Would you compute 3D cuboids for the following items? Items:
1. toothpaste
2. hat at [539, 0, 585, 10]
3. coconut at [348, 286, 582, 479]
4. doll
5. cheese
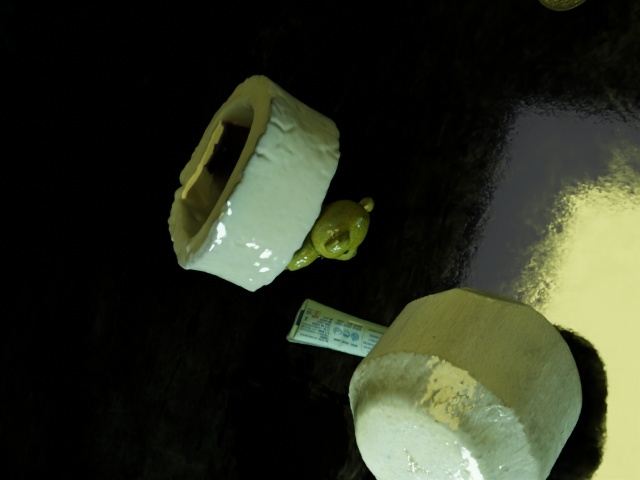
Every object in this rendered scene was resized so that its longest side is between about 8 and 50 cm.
[{"bbox_3d":[0.059,0.147,0.884,0.268,0.047,0.069,9,98,39],"label":"toothpaste"},{"bbox_3d":[0.370,-0.406,0.823,0.146,0.067,0.146,-132,34,-49],"label":"hat"},{"bbox_3d":[0.171,0.176,0.682,0.237,0.265,0.238,26,133,31],"label":"coconut"},{"bbox_3d":[0.000,0.000,0.960,0.209,0.097,0.137,-20,32,47],"label":"doll"},{"bbox_3d":[-0.120,-0.093,0.975,0.292,0.153,0.333,24,87,60],"label":"cheese"}]
